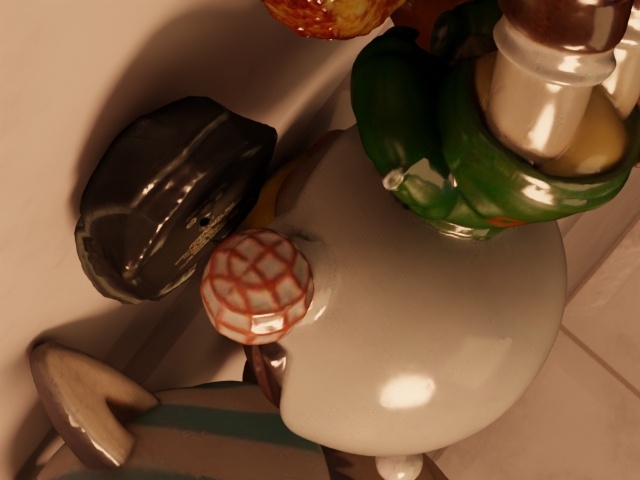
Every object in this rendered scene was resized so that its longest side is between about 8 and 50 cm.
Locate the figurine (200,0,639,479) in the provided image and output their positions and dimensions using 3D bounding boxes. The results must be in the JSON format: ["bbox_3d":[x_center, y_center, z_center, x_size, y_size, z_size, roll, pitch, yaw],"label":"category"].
[{"bbox_3d":[0.068,-0.018,0.880,0.281,0.167,0.370,-29,157,-41],"label":"figurine"}]

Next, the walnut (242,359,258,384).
[{"bbox_3d":[0.031,0.086,1.354,0.167,0.167,0.207,-31,161,-52],"label":"walnut"}]

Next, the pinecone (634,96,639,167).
[{"bbox_3d":[0.181,-0.127,1.198,0.168,0.212,0.185,50,37,-46],"label":"pinecone"}]

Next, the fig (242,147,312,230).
[{"bbox_3d":[0.010,0.004,1.122,0.136,0.121,0.153,-20,150,-56],"label":"fig"}]

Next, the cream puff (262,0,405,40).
[{"bbox_3d":[0.018,-0.160,0.756,0.149,0.084,0.149,-50,167,-15],"label":"cream puff"}]

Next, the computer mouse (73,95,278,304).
[{"bbox_3d":[-0.079,-0.022,0.890,0.106,0.062,0.192,-46,173,-15],"label":"computer mouse"}]

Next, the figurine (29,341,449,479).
[{"bbox_3d":[-0.085,0.156,1.136,0.266,0.361,0.377,-47,134,-21],"label":"figurine"}]

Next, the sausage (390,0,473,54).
[{"bbox_3d":[0.143,-0.197,0.968,0.258,0.133,0.133,-44,167,-2],"label":"sausage"}]
